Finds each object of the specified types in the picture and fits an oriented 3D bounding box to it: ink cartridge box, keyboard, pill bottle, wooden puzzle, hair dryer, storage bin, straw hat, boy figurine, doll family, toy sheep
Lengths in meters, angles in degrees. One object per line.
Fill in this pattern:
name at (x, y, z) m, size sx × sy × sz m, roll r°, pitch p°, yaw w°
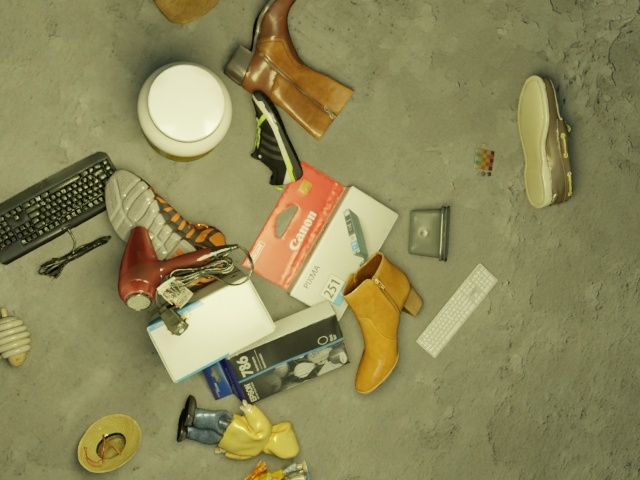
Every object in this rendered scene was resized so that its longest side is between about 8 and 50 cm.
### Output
ink cartridge box at (-0.106, 0.272, 1.641) m, size 0.333 × 0.065 × 0.165 m, roll -22°, pitch 126°, yaw -6°
keyboard at (0.344, 0.176, 1.796) m, size 0.072 × 0.014 × 0.256 m, roll 41°, pitch 85°, yaw -11°
pill bottle at (-0.280, -0.262, 1.472) m, size 0.188 × 0.334 × 0.188 m, roll -1°, pitch 94°, yaw -12°
wooden puzzle at (0.409, -0.202, 1.791) m, size 0.049 × 0.006 × 0.083 m, roll 8°, pitch 92°, yaw -12°
hair dryer at (-0.290, 0.060, 1.410) m, size 0.223 × 0.293 × 0.080 m, roll -41°, pitch 146°, yaw -29°
storage bin at (0.264, -0.019, 1.735) m, size 0.091 × 0.098 × 0.135 m, roll 4°, pitch 93°, yaw 15°
ink cartridge box at (-0.237, 0.166, 1.522) m, size 0.223 × 0.307 × 0.129 m, roll -28°, pitch 97°, yaw -9°
ink cartridge box at (0.000, 0.000, 1.686) m, size 0.261 × 0.066 × 0.296 m, roll 30°, pitch 87°, yaw -13°
straw hat at (-0.470, 0.470, 1.613) m, size 0.144 × 0.144 × 0.061 m, roll -16°, pitch 137°, yaw -11°
boy figurine at (-0.179, 0.435, 1.650) m, size 0.285 × 0.092 × 0.177 m, roll 14°, pitch 122°, yaw -14°
keyboard at (-0.568, -0.040, 1.580) m, size 0.317 × 0.033 × 0.201 m, roll -31°, pitch 99°, yaw -8°
doll family at (-0.098, 0.591, 1.669) m, size 0.163 × 0.118 × 0.263 m, roll -16°, pitch 133°, yaw -5°
toy sheep at (-0.672, 0.210, 1.546) m, size 0.091 × 0.091 × 0.132 m, roll -19°, pitch 92°, yaw -10°

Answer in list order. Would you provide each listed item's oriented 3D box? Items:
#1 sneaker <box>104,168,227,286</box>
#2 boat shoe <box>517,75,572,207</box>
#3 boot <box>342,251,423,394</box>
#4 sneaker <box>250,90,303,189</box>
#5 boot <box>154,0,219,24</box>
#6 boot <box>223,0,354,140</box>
sneaker at (-0.333, -0.025, 1.582) m, size 0.124 × 0.180 × 0.321 m, roll -44°, pitch 77°, yaw 19°
boat shoe at (0.564, -0.246, 1.770) m, size 0.097 × 0.116 × 0.324 m, roll -10°, pitch 99°, yaw -16°
boot at (0.111, 0.190, 1.672) m, size 0.211 × 0.104 × 0.295 m, roll 42°, pitch 72°, yaw -34°
sneaker at (-0.120, -0.219, 1.622) m, size 0.097 × 0.084 × 0.234 m, roll -21°, pitch 112°, yaw 7°
boot at (-0.243, -0.603, 1.598) m, size 0.305 × 0.112 × 0.115 m, roll -42°, pitch 131°, yaw -11°
boot at (-0.039, -0.411, 1.638) m, size 0.280 × 0.096 × 0.264 m, roll 32°, pitch 86°, yaw -13°
